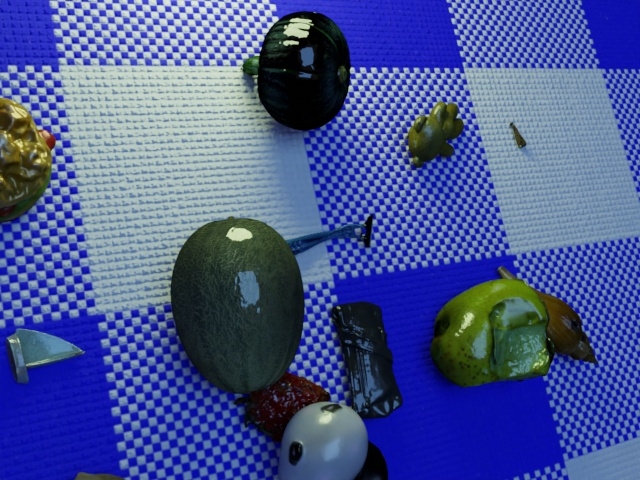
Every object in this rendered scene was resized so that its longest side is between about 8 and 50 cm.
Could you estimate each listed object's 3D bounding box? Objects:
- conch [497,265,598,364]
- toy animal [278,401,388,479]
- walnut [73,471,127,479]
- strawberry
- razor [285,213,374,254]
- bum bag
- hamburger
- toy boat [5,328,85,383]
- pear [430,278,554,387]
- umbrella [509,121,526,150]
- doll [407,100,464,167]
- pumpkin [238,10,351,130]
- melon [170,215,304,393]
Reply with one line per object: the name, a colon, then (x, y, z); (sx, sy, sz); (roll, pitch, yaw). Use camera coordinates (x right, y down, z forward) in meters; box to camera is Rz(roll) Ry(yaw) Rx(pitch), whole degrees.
conch: (0.553, 0.176, 1.770); (0.109, 0.093, 0.330); (-43, 95, -22)
toy animal: (0.020, 0.407, 1.374); (0.187, 0.165, 0.235); (-52, 126, -29)
walnut: (-0.349, 0.486, 1.210); (0.178, 0.178, 0.230); (-22, 74, -29)
strawberry: (-0.063, 0.320, 1.438); (0.192, 0.085, 0.140); (28, 63, -18)
razor: (0.000, 0.000, 1.584); (0.253, 0.042, 0.082); (-14, 123, -27)
bum bag: (0.096, 0.248, 1.548); (0.123, 0.060, 0.248); (0, 74, -27)
hamburger: (-0.577, -0.150, 1.285); (0.237, 0.149, 0.237); (7, 72, -23)
toy boat: (-0.484, 0.193, 1.304); (0.122, 0.034, 0.096); (-12, 81, -37)
pear: (0.362, 0.199, 1.635); (0.255, 0.164, 0.238); (0, 78, -25)
umbrella: (0.513, -0.270, 1.917); (0.020, 0.031, 0.083); (-22, 83, 3)
doll: (0.272, -0.261, 1.776); (0.209, 0.097, 0.137); (-33, 123, -45)
pumpkin: (-0.063, -0.359, 1.570); (0.248, 0.248, 0.248); (7, 73, -24)
melon: (-0.150, 0.116, 1.364); (0.249, 0.248, 0.329); (-5, 81, -27)
